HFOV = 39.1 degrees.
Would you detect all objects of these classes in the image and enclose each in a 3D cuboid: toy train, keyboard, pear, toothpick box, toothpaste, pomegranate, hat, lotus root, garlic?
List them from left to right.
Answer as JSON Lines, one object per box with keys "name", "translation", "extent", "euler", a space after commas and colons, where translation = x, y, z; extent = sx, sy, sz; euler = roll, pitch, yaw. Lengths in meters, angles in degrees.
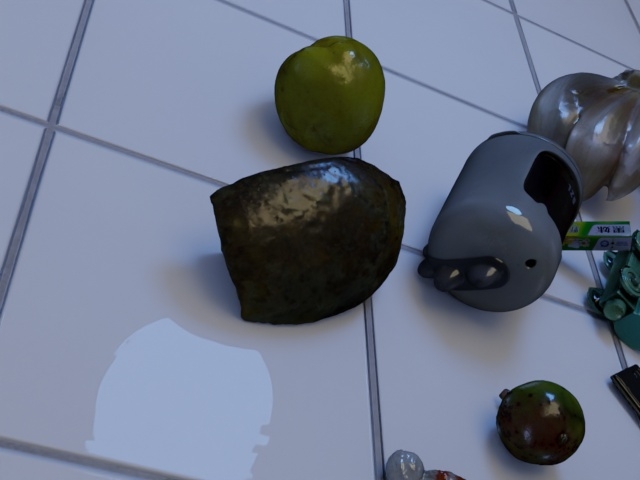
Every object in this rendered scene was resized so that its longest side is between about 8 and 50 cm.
{"name": "lotus root", "translation": [0.002, 0.005, 1.248], "extent": [0.314, 0.210, 0.142], "euler": [-12, 46, -26]}
{"name": "pear", "translation": [0.017, -0.238, 1.485], "extent": [0.200, 0.200, 0.200], "euler": [19, 42, -19]}
{"name": "hat", "translation": [0.150, 0.322, 1.116], "extent": [0.162, 0.093, 0.112], "euler": [27, 26, 19]}
{"name": "toothpick box", "translation": [0.282, -0.018, 1.447], "extent": [0.229, 0.229, 0.316], "euler": [36, 41, 0]}
{"name": "pomegranate", "translation": [0.303, 0.256, 1.258], "extent": [0.130, 0.130, 0.130], "euler": [19, 42, -19]}
{"name": "toothpaste", "translation": [0.460, -0.009, 1.609], "extent": [0.178, 0.037, 0.043], "euler": [0, 38, 14]}
{"name": "garlic", "translation": [0.556, -0.229, 1.818], "extent": [0.279, 0.132, 0.325], "euler": [34, 68, 30]}
{"name": "toy train", "translation": [0.574, 0.091, 1.626], "extent": [0.159, 0.101, 0.248], "euler": [48, 41, -6]}
{"name": "keyboard", "translation": [0.561, 0.303, 1.453], "extent": [0.094, 0.025, 0.230], "euler": [-12, 58, -40]}
